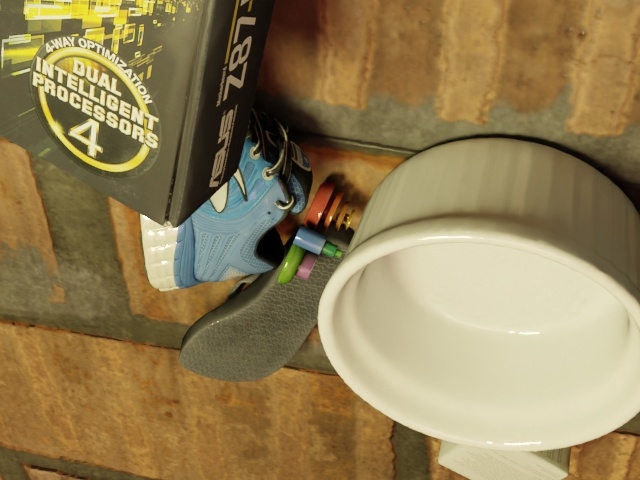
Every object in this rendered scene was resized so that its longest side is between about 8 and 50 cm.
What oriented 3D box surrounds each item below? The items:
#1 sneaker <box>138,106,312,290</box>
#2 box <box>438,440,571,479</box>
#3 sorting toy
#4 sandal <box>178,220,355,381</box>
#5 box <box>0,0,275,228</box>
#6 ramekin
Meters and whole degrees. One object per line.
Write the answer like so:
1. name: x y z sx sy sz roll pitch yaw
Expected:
1. sneaker: -0.081 -0.088 0.952 0.147 0.130 0.330 -2 140 0
2. box: 0.184 0.183 1.148 0.102 0.101 0.087 30 138 -14
3. sorting toy: 0.000 0.000 1.016 0.042 0.061 0.102 25 101 -1
4. sandal: -0.044 0.062 1.144 0.097 0.055 0.254 31 128 -25
5. box: -0.208 -0.228 0.738 0.394 0.097 0.318 29 131 13
6. ramekin: 0.147 0.044 0.984 0.277 0.135 0.277 10 139 9
